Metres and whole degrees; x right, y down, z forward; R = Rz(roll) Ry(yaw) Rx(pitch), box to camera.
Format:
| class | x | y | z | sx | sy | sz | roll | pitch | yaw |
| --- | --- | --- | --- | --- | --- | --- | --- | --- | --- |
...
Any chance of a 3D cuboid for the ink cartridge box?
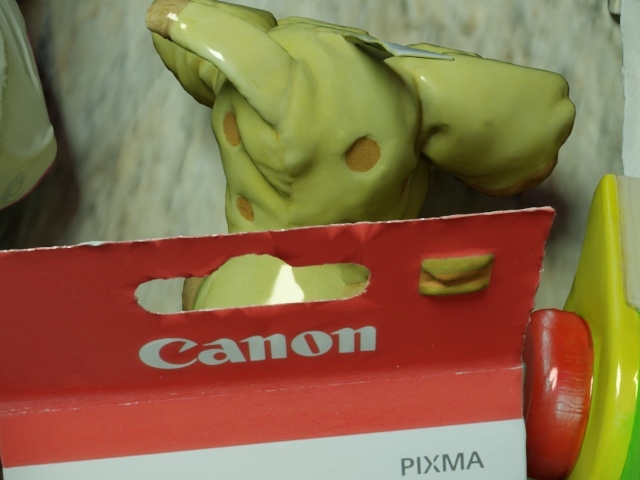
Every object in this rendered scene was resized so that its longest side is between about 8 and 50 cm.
| class | x | y | z | sx | sy | sz | roll | pitch | yaw |
| --- | --- | --- | --- | --- | --- | --- | --- | --- | --- |
| ink cartridge box | -0.016 | 0.087 | 0.365 | 0.181 | 0.224 | 0.056 | -5 | 51 | -3 |

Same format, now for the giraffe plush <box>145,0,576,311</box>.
| class | x | y | z | sx | sy | sz | roll | pitch | yaw |
| --- | --- | --- | --- | --- | --- | --- | --- | --- | --- |
| giraffe plush | 0.000 | 0.000 | 0.434 | 0.181 | 0.210 | 0.170 | 12 | 102 | -2 |

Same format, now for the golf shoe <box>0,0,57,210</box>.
| class | x | y | z | sx | sy | sz | roll | pitch | yaw |
| --- | --- | --- | --- | --- | --- | --- | --- | --- | --- |
| golf shoe | -0.212 | -0.127 | 0.486 | 0.115 | 0.140 | 0.306 | -33 | 55 | 1 |

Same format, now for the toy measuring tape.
| class | x | y | z | sx | sy | sz | roll | pitch | yaw |
| --- | --- | --- | --- | --- | --- | --- | --- | --- | --- |
| toy measuring tape | 0.139 | 0.021 | 0.471 | 0.121 | 0.121 | 0.330 | 9 | 51 | 0 |
